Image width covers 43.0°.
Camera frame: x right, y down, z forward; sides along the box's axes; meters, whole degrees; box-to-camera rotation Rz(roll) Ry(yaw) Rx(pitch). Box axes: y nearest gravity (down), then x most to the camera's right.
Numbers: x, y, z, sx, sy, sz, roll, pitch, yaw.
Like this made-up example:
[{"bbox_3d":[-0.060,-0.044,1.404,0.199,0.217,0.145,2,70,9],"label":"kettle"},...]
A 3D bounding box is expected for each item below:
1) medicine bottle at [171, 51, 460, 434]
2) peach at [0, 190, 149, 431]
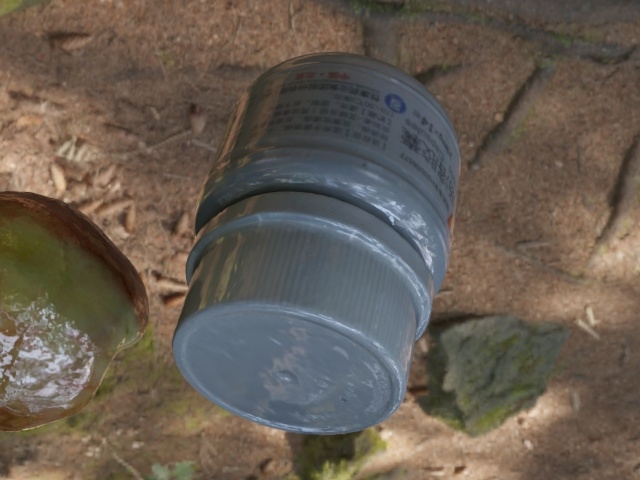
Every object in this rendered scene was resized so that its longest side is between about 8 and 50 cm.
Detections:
[{"bbox_3d":[0.000,0.000,0.768,0.245,0.306,0.245,9,141,7],"label":"medicine bottle"},{"bbox_3d":[-0.306,0.056,0.798,0.256,0.232,0.232,37,135,-13],"label":"peach"}]
